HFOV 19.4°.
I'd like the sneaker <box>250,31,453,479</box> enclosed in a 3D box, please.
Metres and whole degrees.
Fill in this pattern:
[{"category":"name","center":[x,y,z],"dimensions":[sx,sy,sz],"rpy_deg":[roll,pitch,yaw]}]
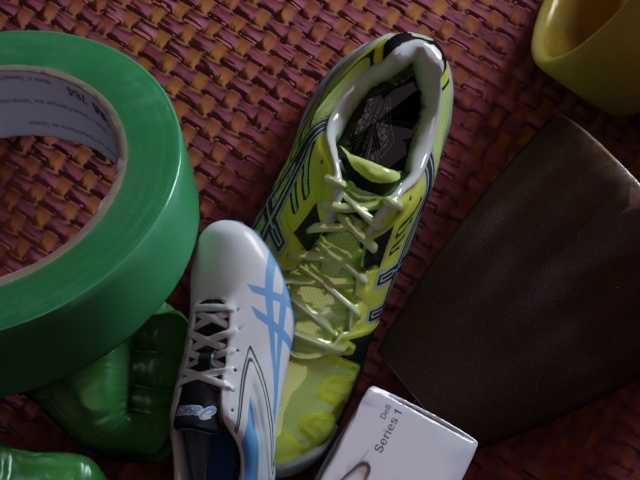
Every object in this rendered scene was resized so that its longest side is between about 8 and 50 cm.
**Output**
[{"category":"sneaker","center":[0.000,0.000,1.484],"dimensions":[0.145,0.147,0.384],"rpy_deg":[18,75,-3]}]

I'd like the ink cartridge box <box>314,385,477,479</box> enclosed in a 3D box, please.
[{"category":"ink cartridge box","center":[0.028,0.215,1.387],"dimensions":[0.092,0.219,0.160],"rpy_deg":[27,73,2]}]

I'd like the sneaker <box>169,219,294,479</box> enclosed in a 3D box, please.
[{"category":"sneaker","center":[-0.072,0.101,1.399],"dimensions":[0.085,0.086,0.237],"rpy_deg":[-2,84,25]}]

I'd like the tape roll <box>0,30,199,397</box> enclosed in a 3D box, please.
[{"category":"tape roll","center":[-0.255,-0.025,1.422],"dimensions":[0.321,0.077,0.321],"rpy_deg":[-5,49,6]}]

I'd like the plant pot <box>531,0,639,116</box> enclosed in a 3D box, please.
[{"category":"plant pot","center":[0.343,-0.186,1.540],"dimensions":[0.239,0.254,0.254],"rpy_deg":[32,72,-14]}]

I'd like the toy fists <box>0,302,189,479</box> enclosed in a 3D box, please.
[{"category":"toy fists","center":[-0.184,0.162,1.427],"dimensions":[0.142,0.096,0.279],"rpy_deg":[34,69,-30]}]

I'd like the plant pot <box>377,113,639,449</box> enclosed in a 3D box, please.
[{"category":"plant pot","center":[0.167,0.056,1.473],"dimensions":[0.230,0.215,0.215],"rpy_deg":[-40,82,-1]}]
